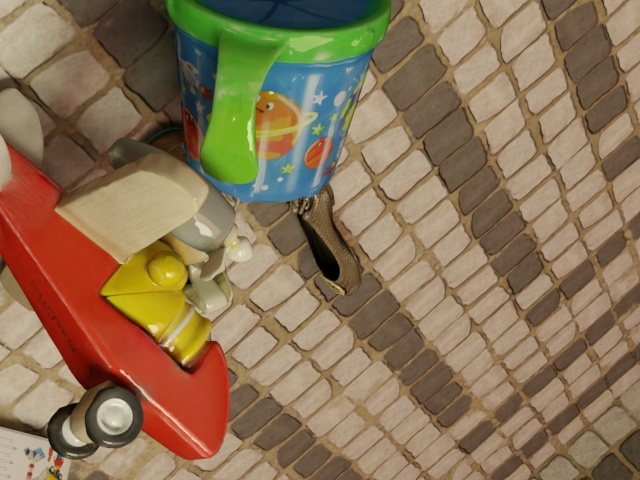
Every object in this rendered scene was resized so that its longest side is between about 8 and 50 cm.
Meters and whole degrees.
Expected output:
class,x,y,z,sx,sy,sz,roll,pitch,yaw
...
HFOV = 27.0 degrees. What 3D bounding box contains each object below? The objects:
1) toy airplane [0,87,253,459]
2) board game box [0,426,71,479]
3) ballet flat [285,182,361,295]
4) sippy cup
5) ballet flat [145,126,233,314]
class,x,y,z,sx,sy,sz,roll,pitch,yaw
toy airplane,-0.228,0.006,1.391,0.272,0.386,0.384,-32,137,-31
board game box,-0.444,0.328,1.695,0.305,0.053,0.193,32,65,-56
ballet flat,0.000,0.000,1.840,0.058,0.084,0.250,-46,145,-22
sippy cup,-0.054,-0.170,1.424,0.305,0.240,0.224,-23,135,-38
ballet flat,-0.157,0.013,1.659,0.116,0.124,0.342,-24,143,-25
